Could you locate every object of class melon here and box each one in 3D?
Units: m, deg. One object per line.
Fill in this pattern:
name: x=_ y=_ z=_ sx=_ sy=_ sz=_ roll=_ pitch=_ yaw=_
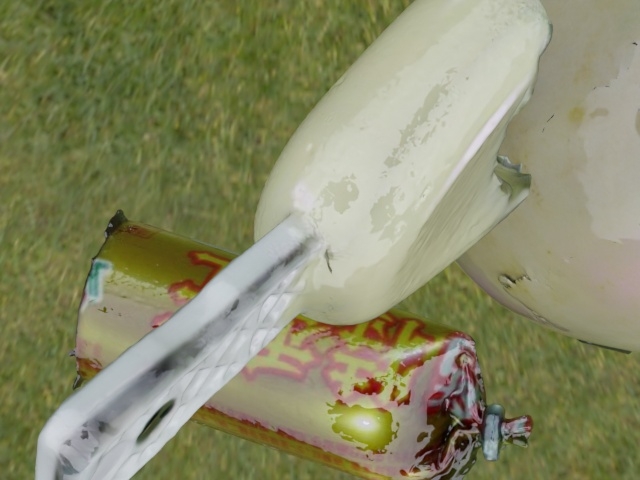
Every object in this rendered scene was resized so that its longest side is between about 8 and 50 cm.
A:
melon: x=0.165 y=-0.055 z=0.764 sx=0.223 sy=0.317 sz=0.223 roll=1 pitch=86 yaw=-21

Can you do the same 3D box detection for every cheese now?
cheese: x=0.001 y=0.001 z=0.495 sx=0.050 sy=0.235 sz=0.127 roll=39 pitch=146 yaw=15

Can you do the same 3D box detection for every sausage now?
sausage: x=-0.012 y=0.087 z=1.068 sx=0.317 sy=0.117 sz=0.125 roll=18 pitch=85 yaw=21

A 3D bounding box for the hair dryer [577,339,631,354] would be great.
hair dryer: x=0.198 y=-0.073 z=0.956 sx=0.090 sy=0.135 sz=0.279 roll=13 pitch=86 yaw=4
